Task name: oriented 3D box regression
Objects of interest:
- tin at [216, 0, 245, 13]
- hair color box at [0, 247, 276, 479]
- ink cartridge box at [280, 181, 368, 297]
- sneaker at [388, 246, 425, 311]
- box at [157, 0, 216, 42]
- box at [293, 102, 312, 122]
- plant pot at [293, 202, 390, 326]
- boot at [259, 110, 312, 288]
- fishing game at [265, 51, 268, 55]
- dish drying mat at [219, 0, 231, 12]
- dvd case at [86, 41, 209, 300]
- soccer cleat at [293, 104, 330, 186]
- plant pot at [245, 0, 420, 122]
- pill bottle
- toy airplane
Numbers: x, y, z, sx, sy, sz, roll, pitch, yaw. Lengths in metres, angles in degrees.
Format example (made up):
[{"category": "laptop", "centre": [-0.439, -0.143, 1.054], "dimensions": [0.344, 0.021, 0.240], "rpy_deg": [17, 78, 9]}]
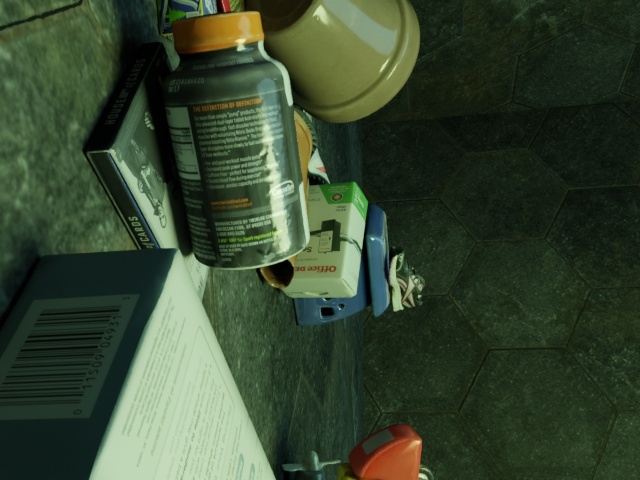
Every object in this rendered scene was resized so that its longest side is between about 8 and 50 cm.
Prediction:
[{"category": "tin", "centre": [-0.143, -0.317, 0.839], "dimensions": [0.190, 0.040, 0.106], "rpy_deg": [-81, 161, -52]}, {"category": "hair color box", "centre": [-0.130, 0.205, 0.484], "dimensions": [0.185, 0.113, 0.375], "rpy_deg": [-83, 166, -47]}, {"category": "ink cartridge box", "centre": [0.000, 0.000, 1.168], "dimensions": [0.087, 0.153, 0.209], "rpy_deg": [52, 41, -55]}, {"category": "sneaker", "centre": [0.192, 0.082, 1.326], "dimensions": [0.072, 0.077, 0.178], "rpy_deg": [-86, 168, -44]}, {"category": "box", "centre": [-0.157, -0.317, 0.691], "dimensions": [0.059, 0.054, 0.169], "rpy_deg": [-30, 117, -80]}, {"category": "box", "centre": [-0.046, -0.328, 1.458], "dimensions": [0.114, 0.036, 0.207], "rpy_deg": [70, 19, -62]}, {"category": "plant pot", "centre": [0.051, 0.043, 1.379], "dimensions": [0.236, 0.212, 0.236], "rpy_deg": [-74, 159, -65]}, {"category": "boot", "centre": [-0.079, -0.071, 1.015], "dimensions": [0.283, 0.109, 0.220], "rpy_deg": [87, 9, -54]}, {"category": "fishing game", "centre": [-0.112, -0.342, 1.042], "dimensions": [0.189, 0.041, 0.264], "rpy_deg": [56, 40, -72]}, {"category": "dish drying mat", "centre": [-0.126, -0.304, 0.809], "dimensions": [0.032, 0.008, 0.083], "rpy_deg": [-82, 165, -52]}, {"category": "dvd case", "centre": [-0.162, -0.060, 0.645], "dimensions": [0.239, 0.029, 0.179], "rpy_deg": [78, 12, -46]}, {"category": "soccer cleat", "centre": [-0.057, -0.185, 1.198], "dimensions": [0.318, 0.108, 0.116], "rpy_deg": [62, 5, -64]}, {"category": "plant pot", "centre": [-0.001, -0.354, 0.986], "dimensions": [0.229, 0.263, 0.263], "rpy_deg": [18, 67, -56]}, {"category": "pill bottle", "centre": [-0.088, -0.104, 0.619], "dimensions": [0.130, 0.130, 0.246], "rpy_deg": [-70, 155, -68]}, {"category": "toy airplane", "centre": [0.017, 0.520, 1.008], "dimensions": [0.386, 0.272, 0.384], "rpy_deg": [-49, -164, 46]}]
